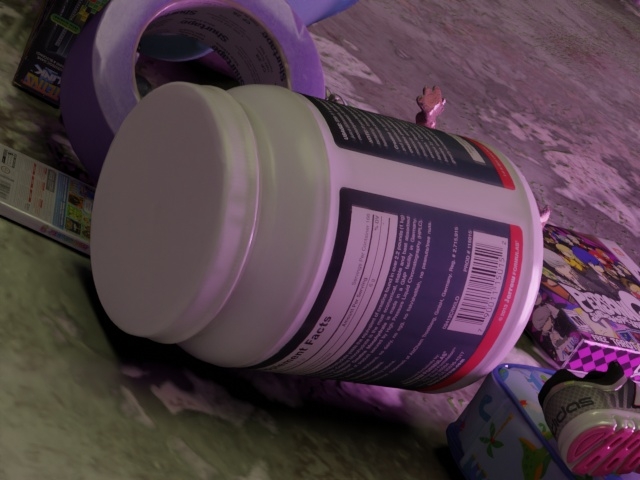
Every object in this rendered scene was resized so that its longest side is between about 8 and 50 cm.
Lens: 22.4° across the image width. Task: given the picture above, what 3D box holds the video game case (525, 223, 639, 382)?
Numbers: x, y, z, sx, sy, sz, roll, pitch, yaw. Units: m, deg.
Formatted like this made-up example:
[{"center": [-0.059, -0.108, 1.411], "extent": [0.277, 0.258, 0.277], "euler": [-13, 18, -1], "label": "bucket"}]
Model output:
[{"center": [0.258, 0.057, 1.548], "extent": [0.232, 0.042, 0.210], "euler": [13, 29, -40], "label": "video game case"}]

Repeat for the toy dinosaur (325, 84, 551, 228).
[{"center": [0.062, -0.029, 1.383], "extent": [0.296, 0.127, 0.200], "euler": [39, -19, -31], "label": "toy dinosaur"}]

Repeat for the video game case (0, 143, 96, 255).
[{"center": [-0.183, -0.023, 1.164], "extent": [0.122, 0.011, 0.087], "euler": [26, 23, -18], "label": "video game case"}]

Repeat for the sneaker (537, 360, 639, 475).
[{"center": [0.211, 0.119, 1.101], "extent": [0.170, 0.063, 0.075], "euler": [9, 38, -40], "label": "sneaker"}]

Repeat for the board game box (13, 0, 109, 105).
[{"center": [-0.196, -0.208, 1.350], "extent": [0.048, 0.141, 0.170], "euler": [26, 24, -14], "label": "board game box"}]

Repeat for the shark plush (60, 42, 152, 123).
[{"center": [-0.160, -0.133, 1.341], "extent": [0.073, 0.067, 0.161], "euler": [28, 23, -12], "label": "shark plush"}]

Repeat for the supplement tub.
[{"center": [0.000, 0.000, 1.116], "extent": [0.272, 0.191, 0.191], "euler": [12, 31, -36], "label": "supplement tub"}]

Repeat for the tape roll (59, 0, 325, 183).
[{"center": [-0.097, -0.113, 1.233], "extent": [0.189, 0.080, 0.189], "euler": [7, 75, -25], "label": "tape roll"}]

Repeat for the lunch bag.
[{"center": [0.203, 0.190, 1.144], "extent": [0.176, 0.090, 0.219], "euler": [13, 30, -38], "label": "lunch bag"}]

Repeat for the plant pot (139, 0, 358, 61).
[{"center": [-0.094, -0.298, 1.537], "extent": [0.272, 0.271, 0.255], "euler": [36, 36, 6], "label": "plant pot"}]

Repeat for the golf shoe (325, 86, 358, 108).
[{"center": [0.050, -0.081, 1.524], "extent": [0.086, 0.069, 0.176], "euler": [18, 27, -45], "label": "golf shoe"}]
